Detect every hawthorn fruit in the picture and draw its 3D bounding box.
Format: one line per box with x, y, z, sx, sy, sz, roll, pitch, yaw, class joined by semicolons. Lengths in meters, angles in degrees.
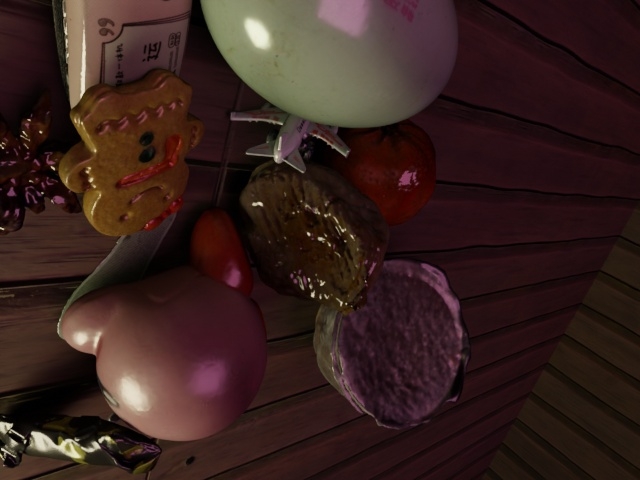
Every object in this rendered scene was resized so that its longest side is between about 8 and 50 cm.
0.087;-0.096;0.789;0.179;0.179;0.201;-27;148;-28;hawthorn fruit

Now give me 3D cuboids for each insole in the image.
-0.263;0.040;0.665;0.232;0.003;0.080;-55;141;2;insole

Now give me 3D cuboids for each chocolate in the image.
0.104;0.184;0.956;0.302;0.213;0.304;3;84;-28;chocolate

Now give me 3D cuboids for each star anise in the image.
-0.303;-0.077;0.503;0.167;0.057;0.168;-30;133;-39;star anise

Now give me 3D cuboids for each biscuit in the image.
-0.198;-0.078;0.551;0.166;0.036;0.226;-33;158;-38;biscuit

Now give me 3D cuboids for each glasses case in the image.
-0.174;-0.236;0.454;0.122;0.075;0.315;-30;153;-42;glasses case

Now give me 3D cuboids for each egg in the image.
0.031;-0.245;0.573;0.370;0.229;0.230;1;117;-52;egg

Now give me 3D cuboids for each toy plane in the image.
-0.032;-0.154;0.674;0.171;0.162;0.066;-66;174;-49;toy plane

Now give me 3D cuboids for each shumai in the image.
0.000;-0.004;0.721;0.184;0.218;0.185;-66;163;1;shumai

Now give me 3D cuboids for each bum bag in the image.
-0.312;0.256;0.639;0.107;0.232;0.060;79;13;-49;bum bag

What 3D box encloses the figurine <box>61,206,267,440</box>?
-0.163;0.139;0.667;0.261;0.211;0.270;-30;135;-28;figurine
